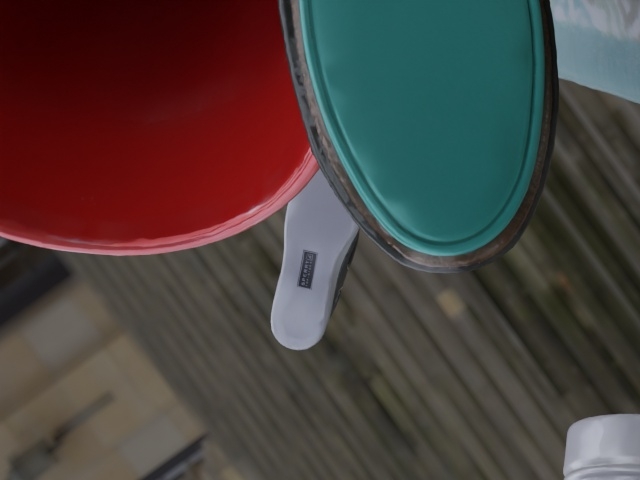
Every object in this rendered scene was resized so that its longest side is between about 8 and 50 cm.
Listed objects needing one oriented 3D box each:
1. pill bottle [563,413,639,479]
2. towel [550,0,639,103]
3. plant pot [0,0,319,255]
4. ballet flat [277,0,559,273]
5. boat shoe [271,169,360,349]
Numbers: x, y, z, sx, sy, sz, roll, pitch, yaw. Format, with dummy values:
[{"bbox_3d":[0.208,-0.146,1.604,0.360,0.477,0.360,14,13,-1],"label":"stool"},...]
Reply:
[{"bbox_3d":[0.128,0.160,0.803,0.094,0.094,0.169,46,-133,-60],"label":"pill bottle"},{"bbox_3d":[0.109,-0.227,0.830,0.374,0.090,0.320,-149,49,-67],"label":"towel"},{"bbox_3d":[-0.106,-0.166,0.995,0.275,0.275,0.243,51,-143,-36],"label":"plant pot"},{"bbox_3d":[0.022,-0.122,0.718,0.096,0.095,0.280,82,175,-83],"label":"ballet flat"},{"bbox_3d":[0.000,0.000,1.259,0.049,0.142,0.040,19,-162,7],"label":"boat shoe"}]
